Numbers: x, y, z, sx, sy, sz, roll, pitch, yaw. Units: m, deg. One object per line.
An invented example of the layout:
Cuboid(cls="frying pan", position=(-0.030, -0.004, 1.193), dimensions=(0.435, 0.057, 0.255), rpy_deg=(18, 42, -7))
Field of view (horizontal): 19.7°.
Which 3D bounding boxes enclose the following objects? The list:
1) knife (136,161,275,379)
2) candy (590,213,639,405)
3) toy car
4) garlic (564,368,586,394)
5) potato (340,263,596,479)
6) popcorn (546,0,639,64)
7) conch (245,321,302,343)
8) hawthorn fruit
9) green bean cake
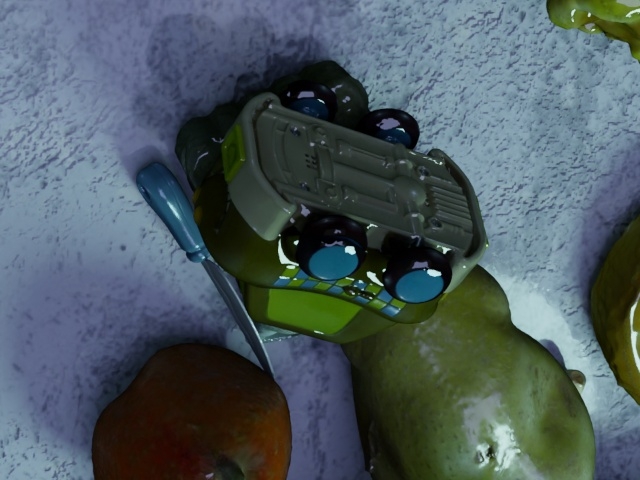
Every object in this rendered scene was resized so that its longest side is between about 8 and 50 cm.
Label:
Cuboid(cls="knife", position=(-0.100, 0.033, 1.737), dimensions=(0.032, 0.058, 0.244), rpy_deg=(-36, 103, -21))
Cuboid(cls="candy", position=(0.403, 0.068, 1.876), dimensions=(0.260, 0.118, 0.260), rpy_deg=(-5, 113, -12))
Cuboid(cls="toy car", position=(0.000, 0.000, 1.625), dimensions=(0.248, 0.204, 0.198), rpy_deg=(17, 131, -26))
Cuboid(cls="garlic", position=(0.248, 0.165, 1.903), dimensions=(0.041, 0.053, 0.083), rpy_deg=(22, 117, -5))
Cuboid(cls="potato", position=(0.136, 0.159, 1.794), dimensions=(0.202, 0.218, 0.351), rpy_deg=(-50, 117, -38))
Cuboid(cls="popcorn", position=(0.301, -0.289, 1.677), dimensions=(0.256, 0.195, 0.255), rpy_deg=(8, 114, -37))
Cuboid(cls="conch", position=(-0.034, 0.069, 1.790), dimensions=(0.085, 0.056, 0.076), rpy_deg=(-15, 160, 29))
Cuboid(cls="hawthorn fruit", position=(-0.110, 0.202, 1.714), dimensions=(0.199, 0.251, 0.199), rpy_deg=(-2, 96, -16))
Cuboid(cls="green bean cake", position=(-0.025, -0.055, 1.725), dimensions=(0.183, 0.094, 0.185), rpy_deg=(-27, 115, -5))
